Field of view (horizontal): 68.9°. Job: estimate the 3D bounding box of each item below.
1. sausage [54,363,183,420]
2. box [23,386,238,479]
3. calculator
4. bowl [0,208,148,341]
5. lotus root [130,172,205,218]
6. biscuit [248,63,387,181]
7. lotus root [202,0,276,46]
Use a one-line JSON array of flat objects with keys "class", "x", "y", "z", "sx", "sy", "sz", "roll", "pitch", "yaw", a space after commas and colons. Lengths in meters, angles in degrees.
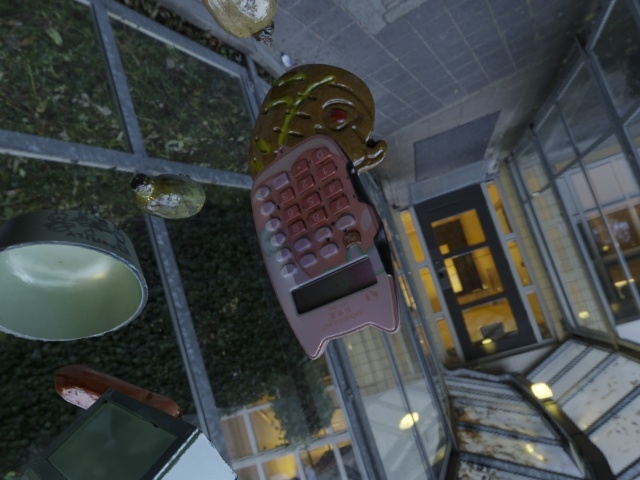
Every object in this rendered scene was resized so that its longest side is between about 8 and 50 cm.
[{"class": "sausage", "x": -0.538, "y": 0.429, "z": 1.249, "sx": 0.094, "sy": 0.348, "sz": 0.097, "roll": -54, "pitch": -164, "yaw": 22}, {"class": "box", "x": -0.217, "y": 0.259, "z": 0.518, "sx": 0.225, "sy": 0.086, "sz": 0.129, "roll": -3, "pitch": -147, "yaw": 44}, {"class": "calculator", "x": 0.000, "y": 0.000, "z": 0.714, "sx": 0.220, "sy": 0.330, "sz": 0.048, "roll": -26, "pitch": 169, "yaw": 34}, {"class": "bowl", "x": -0.347, "y": 0.034, "z": 0.635, "sx": 0.211, "sy": 0.112, "sz": 0.212, "roll": -11, "pitch": 141, "yaw": -9}, {"class": "lotus root", "x": -0.494, "y": -0.144, "z": 1.502, "sx": 0.173, "sy": 0.173, "sz": 0.309, "roll": -20, "pitch": 174, "yaw": 18}, {"class": "biscuit", "x": 0.000, "y": -0.265, "z": 1.200, "sx": 0.349, "sy": 0.395, "sz": 0.070, "roll": 10, "pitch": 172, "yaw": 1}, {"class": "lotus root", "x": -0.195, "y": -0.575, "z": 1.103, "sx": 0.154, "sy": 0.140, "sz": 0.257, "roll": -21, "pitch": 159, "yaw": 19}]
